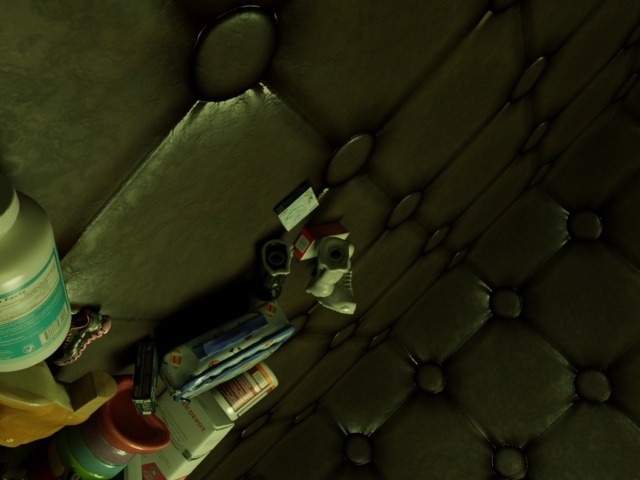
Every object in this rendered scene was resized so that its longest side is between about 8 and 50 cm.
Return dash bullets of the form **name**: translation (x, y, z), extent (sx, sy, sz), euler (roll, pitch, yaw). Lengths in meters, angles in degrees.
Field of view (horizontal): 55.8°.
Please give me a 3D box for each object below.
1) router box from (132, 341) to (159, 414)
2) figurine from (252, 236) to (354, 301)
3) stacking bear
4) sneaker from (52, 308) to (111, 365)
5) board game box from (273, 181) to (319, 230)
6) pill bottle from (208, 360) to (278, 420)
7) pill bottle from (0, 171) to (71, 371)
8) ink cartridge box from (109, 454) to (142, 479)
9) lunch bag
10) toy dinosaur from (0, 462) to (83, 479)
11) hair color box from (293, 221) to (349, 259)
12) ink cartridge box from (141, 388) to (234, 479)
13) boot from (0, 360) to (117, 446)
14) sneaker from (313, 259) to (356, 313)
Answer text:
- **router box**: translation (-0.356, 0.282, 1.237), extent (0.038, 0.122, 0.092), euler (-1, 147, -8)
- **figurine**: translation (-0.045, 0.078, 1.378), extent (0.215, 0.092, 0.209), euler (-2, 152, -15)
- **stacking bear**: translation (-0.490, 0.443, 1.259), extent (0.289, 0.175, 0.164), euler (-39, 166, 12)
- **sneaker**: translation (-0.419, 0.161, 1.032), extent (0.119, 0.047, 0.057), euler (-43, 136, -3)
- **board game box**: translation (-0.050, -0.069, 1.264), extent (0.090, 0.020, 0.090), euler (-42, 157, -6)
- **pill bottle**: translation (-0.237, 0.422, 1.683), extent (0.221, 0.121, 0.121), euler (-36, 157, -16)
- **pill bottle**: translation (-0.386, 0.036, 0.715), extent (0.146, 0.146, 0.264), euler (-29, 153, -32)
- **ink cartridge box**: translation (-0.465, 0.549, 1.291), extent (0.165, 0.332, 0.065), euler (-33, 114, -4)
- **lunch bag**: translation (-0.214, 0.249, 1.346), extent (0.303, 0.115, 0.243), euler (-26, 169, -30)
- **toy dinosaur**: translation (-0.601, 0.508, 1.093), extent (0.322, 0.218, 0.164), euler (-22, 150, -41)
- **hair color box**: translation (0.000, 0.000, 1.441), extent (0.141, 0.043, 0.072), euler (-9, 140, -53)
- **ink cartridge box**: translation (-0.359, 0.482, 1.516), extent (0.237, 0.172, 0.100), euler (-48, 158, 9)
- **boot**: translation (-0.511, 0.272, 0.996), extent (0.211, 0.104, 0.295), euler (-33, 146, 18)
- **sneaker**: translation (0.043, 0.102, 1.542), extent (0.090, 0.232, 0.115), euler (18, 106, -22)
